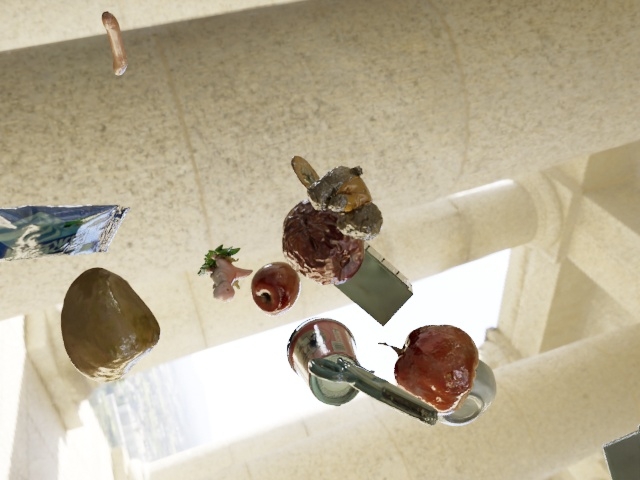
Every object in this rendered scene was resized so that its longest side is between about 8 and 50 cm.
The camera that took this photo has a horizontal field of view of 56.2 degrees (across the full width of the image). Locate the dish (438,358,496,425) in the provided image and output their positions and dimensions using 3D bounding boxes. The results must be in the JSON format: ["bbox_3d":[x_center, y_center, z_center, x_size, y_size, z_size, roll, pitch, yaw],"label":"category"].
[{"bbox_3d":[0.417,0.471,1.824,0.117,0.256,0.256,-94,178,-58],"label":"dish"}]

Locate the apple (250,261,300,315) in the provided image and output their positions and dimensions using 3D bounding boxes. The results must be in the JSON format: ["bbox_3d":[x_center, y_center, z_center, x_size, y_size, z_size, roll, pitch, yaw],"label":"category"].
[{"bbox_3d":[-0.154,0.167,2.084,0.180,0.168,0.181,8,-74,29],"label":"apple"}]

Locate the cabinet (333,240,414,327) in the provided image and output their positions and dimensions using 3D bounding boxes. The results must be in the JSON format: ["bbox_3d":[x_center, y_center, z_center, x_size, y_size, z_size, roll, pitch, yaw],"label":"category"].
[{"bbox_3d":[0.157,0.123,1.769,0.206,0.150,0.145,41,9,1],"label":"cabinet"}]

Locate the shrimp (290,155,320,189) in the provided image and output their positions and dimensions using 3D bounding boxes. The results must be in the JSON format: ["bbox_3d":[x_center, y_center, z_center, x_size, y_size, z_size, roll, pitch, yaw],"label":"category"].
[{"bbox_3d":[-0.033,-0.219,2.248,0.236,0.053,0.133,54,19,-10],"label":"shrimp"}]

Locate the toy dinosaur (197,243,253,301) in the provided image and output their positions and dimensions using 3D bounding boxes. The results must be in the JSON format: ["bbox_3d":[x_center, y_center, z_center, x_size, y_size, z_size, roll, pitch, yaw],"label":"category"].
[{"bbox_3d":[-0.296,0.107,1.925,0.177,0.194,0.152,43,-67,25],"label":"toy dinosaur"}]

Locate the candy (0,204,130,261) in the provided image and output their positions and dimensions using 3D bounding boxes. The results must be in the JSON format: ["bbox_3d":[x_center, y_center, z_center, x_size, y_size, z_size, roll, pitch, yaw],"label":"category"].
[{"bbox_3d":[-0.628,-0.019,1.392,0.187,0.331,0.077,-50,-121,38],"label":"candy"}]

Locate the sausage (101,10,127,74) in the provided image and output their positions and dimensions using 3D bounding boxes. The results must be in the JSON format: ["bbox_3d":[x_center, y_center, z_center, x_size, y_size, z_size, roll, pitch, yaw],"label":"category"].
[{"bbox_3d":[-0.539,-0.516,1.575,0.186,0.043,0.043,99,-28,-55],"label":"sausage"}]

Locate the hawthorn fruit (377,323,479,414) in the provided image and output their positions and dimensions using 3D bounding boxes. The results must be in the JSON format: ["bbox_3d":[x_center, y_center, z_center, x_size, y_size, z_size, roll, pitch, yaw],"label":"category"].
[{"bbox_3d":[0.280,0.328,1.600,0.242,0.271,0.242,16,90,-79],"label":"hawthorn fruit"}]

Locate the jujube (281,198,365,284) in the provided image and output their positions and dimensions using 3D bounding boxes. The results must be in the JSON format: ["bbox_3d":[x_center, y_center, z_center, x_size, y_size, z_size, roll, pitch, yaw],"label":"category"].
[{"bbox_3d":[0.000,0.000,1.598,0.232,0.212,0.213,39,-37,45],"label":"jujube"}]

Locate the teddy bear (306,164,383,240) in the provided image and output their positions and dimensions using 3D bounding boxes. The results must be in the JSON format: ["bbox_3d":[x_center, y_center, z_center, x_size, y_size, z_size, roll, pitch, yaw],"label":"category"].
[{"bbox_3d":[0.069,-0.083,1.392,0.190,0.140,0.177,56,7,1],"label":"teddy bear"}]

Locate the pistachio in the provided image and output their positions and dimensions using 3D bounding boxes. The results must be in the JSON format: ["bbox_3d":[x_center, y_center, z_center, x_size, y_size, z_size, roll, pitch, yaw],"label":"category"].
[{"bbox_3d":[-0.518,0.200,1.431,0.261,0.212,0.163,54,-20,5],"label":"pistachio"}]

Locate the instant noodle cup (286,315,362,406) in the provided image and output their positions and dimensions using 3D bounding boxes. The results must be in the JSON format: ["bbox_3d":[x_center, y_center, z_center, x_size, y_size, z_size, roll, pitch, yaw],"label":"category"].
[{"bbox_3d":[0.024,0.378,1.826,0.255,0.243,0.244,-134,-149,-76],"label":"instant noodle cup"}]

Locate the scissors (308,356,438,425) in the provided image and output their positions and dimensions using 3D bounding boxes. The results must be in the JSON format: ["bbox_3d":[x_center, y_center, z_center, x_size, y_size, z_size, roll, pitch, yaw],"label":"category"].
[{"bbox_3d":[0.101,0.269,1.096,0.289,0.138,0.041,14,-87,49],"label":"scissors"}]

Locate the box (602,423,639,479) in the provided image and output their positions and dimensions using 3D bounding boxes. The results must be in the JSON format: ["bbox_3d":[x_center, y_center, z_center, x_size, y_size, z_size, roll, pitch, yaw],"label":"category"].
[{"bbox_3d":[0.556,0.407,0.959,0.148,0.129,0.210,43,30,-18],"label":"box"}]
